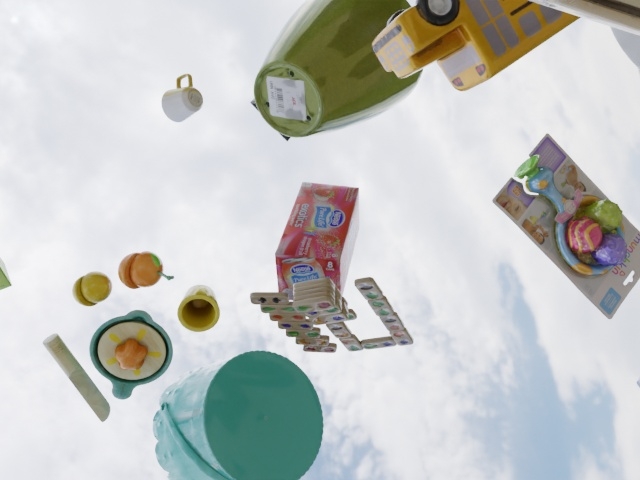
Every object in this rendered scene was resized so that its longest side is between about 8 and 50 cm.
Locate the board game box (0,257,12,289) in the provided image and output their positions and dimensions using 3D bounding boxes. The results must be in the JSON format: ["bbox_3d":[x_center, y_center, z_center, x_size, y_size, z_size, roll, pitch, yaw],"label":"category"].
[{"bbox_3d":[-0.492,0.019,0.893,0.092,0.181,0.043,-23,-118,-19],"label":"board game box"}]

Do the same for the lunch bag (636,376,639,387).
[{"bbox_3d":[0.440,0.182,0.819,0.053,0.083,0.071,-26,-36,-15],"label":"lunch bag"}]

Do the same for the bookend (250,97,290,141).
[{"bbox_3d":[-0.090,-0.365,1.855,0.157,0.156,0.072,45,-112,-23],"label":"bookend"}]

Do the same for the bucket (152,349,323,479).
[{"bbox_3d":[-0.142,0.337,1.208,0.281,0.183,0.281,16,-120,-30],"label":"bucket"}]

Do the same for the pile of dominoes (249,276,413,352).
[{"bbox_3d":[0.023,0.138,1.052,0.251,0.196,0.040,54,-149,-51],"label":"pile of dominoes"}]

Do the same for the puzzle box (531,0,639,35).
[{"bbox_3d":[0.382,-0.262,0.503,0.409,0.052,0.271,8,-67,-18],"label":"puzzle box"}]

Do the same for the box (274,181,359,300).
[{"bbox_3d":[0.000,0.000,1.359,0.256,0.128,0.122,-72,-15,-51],"label":"box"}]

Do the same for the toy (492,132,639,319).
[{"bbox_3d":[0.359,-0.023,0.900,0.237,0.056,0.137,43,-106,-5],"label":"toy"}]

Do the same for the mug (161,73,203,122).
[{"bbox_3d":[-0.253,-0.262,1.229,0.062,0.064,0.078,-39,-68,-43],"label":"mug"}]

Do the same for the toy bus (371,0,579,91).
[{"bbox_3d":[0.231,-0.295,0.830,0.333,0.108,0.130,-35,-81,-13],"label":"toy bus"}]

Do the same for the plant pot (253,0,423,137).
[{"bbox_3d":[0.011,-0.308,1.220,0.274,0.275,0.293,60,-138,-18],"label":"plant pot"}]

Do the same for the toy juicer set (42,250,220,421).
[{"bbox_3d":[-0.341,0.158,1.100,0.209,0.329,0.089,42,-168,-20],"label":"toy juicer set"}]

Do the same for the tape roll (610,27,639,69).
[{"bbox_3d":[0.642,-0.388,1.128,0.246,0.169,0.246,11,-122,-19],"label":"tape roll"}]
